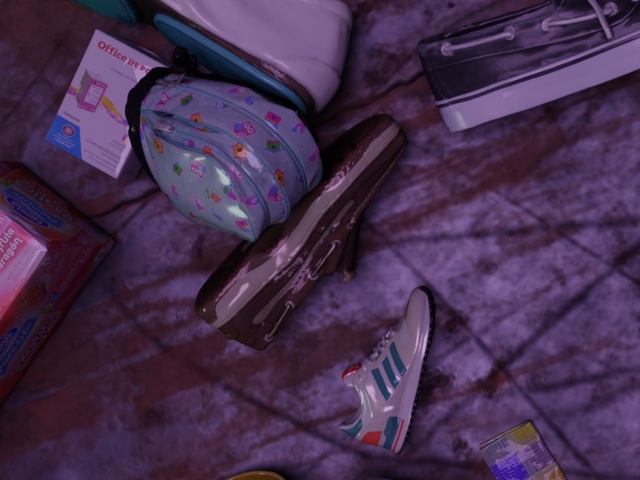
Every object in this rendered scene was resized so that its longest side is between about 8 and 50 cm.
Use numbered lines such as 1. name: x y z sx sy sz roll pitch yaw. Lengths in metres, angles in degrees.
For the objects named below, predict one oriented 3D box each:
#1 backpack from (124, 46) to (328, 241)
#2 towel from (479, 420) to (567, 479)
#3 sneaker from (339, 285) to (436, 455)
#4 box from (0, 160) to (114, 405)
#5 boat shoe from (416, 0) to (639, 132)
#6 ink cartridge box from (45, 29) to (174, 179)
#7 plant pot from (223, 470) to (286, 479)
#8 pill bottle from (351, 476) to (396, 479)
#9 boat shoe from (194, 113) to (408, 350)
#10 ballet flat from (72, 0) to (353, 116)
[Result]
1. backpack: -0.082 -0.075 0.995 0.182 0.152 0.115 21 63 41
2. towel: 0.192 0.217 1.049 0.060 0.009 0.083 -29 86 14
3. sneaker: 0.060 0.117 1.051 0.075 0.057 0.161 13 99 7
4. box: -0.363 0.079 1.103 0.142 0.154 0.300 38 102 9
5. boat shoe: 0.233 -0.195 0.967 0.306 0.113 0.105 -19 103 23
6. ink cartridge box: -0.201 -0.134 1.105 0.088 0.052 0.122 28 98 11
7. plant pot: -0.067 0.300 1.067 0.134 0.134 0.095 -22 114 14
8. pill bottle: 0.036 0.400 1.006 0.188 0.188 0.334 25 99 11
9. boat shoe: -0.001 -0.002 1.056 0.095 0.095 0.257 41 100 -17
10. ballet flat: -0.146 -0.254 1.060 0.400 0.139 0.139 29 99 6
